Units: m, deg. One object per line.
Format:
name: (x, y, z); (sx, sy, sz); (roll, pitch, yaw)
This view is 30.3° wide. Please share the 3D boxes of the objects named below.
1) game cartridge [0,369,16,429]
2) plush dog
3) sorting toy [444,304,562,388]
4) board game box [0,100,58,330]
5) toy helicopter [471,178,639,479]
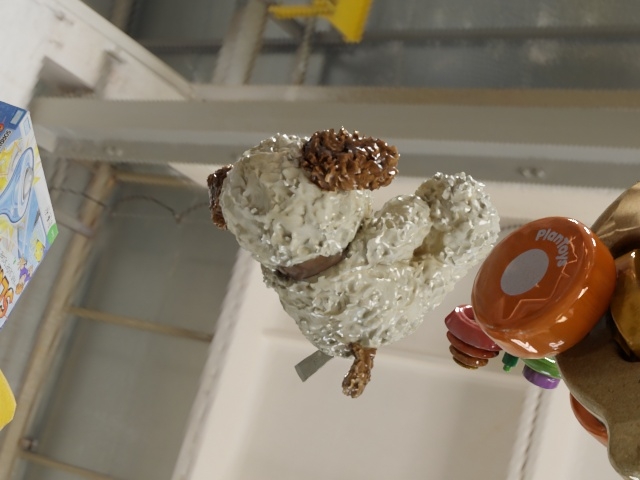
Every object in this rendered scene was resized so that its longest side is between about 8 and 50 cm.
game cartridge: (-0.236, -0.010, 0.211); (0.052, 0.324, 0.285); (12, -138, 46)
plush dog: (0.000, 0.000, 1.088); (0.262, 0.225, 0.210); (-16, -144, 39)
sorting toy: (0.132, 0.081, 0.823); (0.102, 0.061, 0.042); (24, -67, 16)
board game box: (-0.293, -0.012, 1.057); (0.035, 0.201, 0.136); (20, -120, 8)
toy helicopter: (0.247, 0.052, 0.580); (0.235, 0.140, 0.355); (-44, -150, 5)
